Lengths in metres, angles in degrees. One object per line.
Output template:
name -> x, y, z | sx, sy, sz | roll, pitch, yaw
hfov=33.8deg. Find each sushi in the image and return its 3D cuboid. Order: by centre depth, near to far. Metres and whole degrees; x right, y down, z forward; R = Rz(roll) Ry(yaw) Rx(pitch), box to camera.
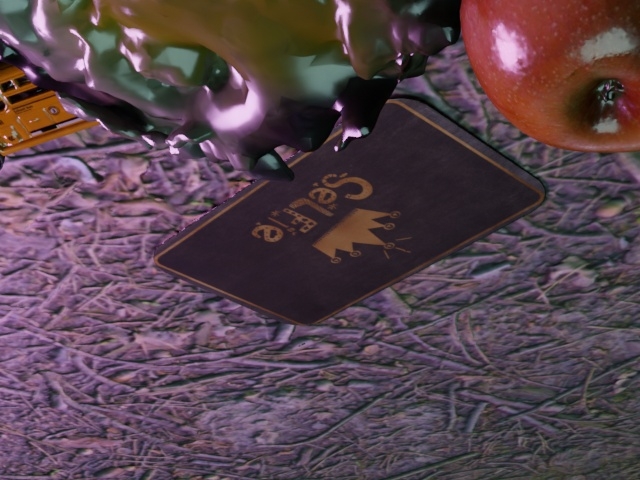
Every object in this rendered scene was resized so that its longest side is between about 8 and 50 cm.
sushi -> -0.043, -0.212, 0.490 | 0.281, 0.294, 0.299 | 31, 156, -20

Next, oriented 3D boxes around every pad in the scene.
pad -> -0.001, -0.001, 1.039 | 0.315, 0.063, 0.375 | 27, 136, -35

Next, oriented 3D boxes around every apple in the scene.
apple -> 0.200, -0.149, 0.736 | 0.201, 0.162, 0.201 | -2, 148, -1

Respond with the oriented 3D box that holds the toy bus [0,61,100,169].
toy bus -> -0.219, -0.125, 0.827 | 0.194, 0.083, 0.088 | -16, 134, 15
